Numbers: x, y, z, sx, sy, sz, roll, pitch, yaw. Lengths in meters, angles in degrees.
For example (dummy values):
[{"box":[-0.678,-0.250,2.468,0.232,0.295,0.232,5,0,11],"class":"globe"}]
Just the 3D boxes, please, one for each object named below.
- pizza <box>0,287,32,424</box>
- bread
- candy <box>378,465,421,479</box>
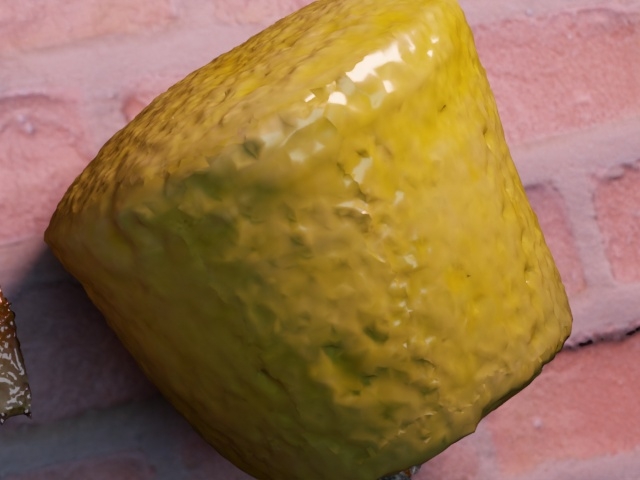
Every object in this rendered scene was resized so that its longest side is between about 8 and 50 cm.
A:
[{"box":[-0.305,0.045,1.216,0.226,0.069,0.147,18,65,-13],"class":"pizza"},{"box":[0.000,0.000,1.228,0.348,0.348,0.308,-37,107,-25],"class":"bread"},{"box":[0.050,0.246,1.355,0.053,0.046,0.182,20,71,-22],"class":"candy"}]
